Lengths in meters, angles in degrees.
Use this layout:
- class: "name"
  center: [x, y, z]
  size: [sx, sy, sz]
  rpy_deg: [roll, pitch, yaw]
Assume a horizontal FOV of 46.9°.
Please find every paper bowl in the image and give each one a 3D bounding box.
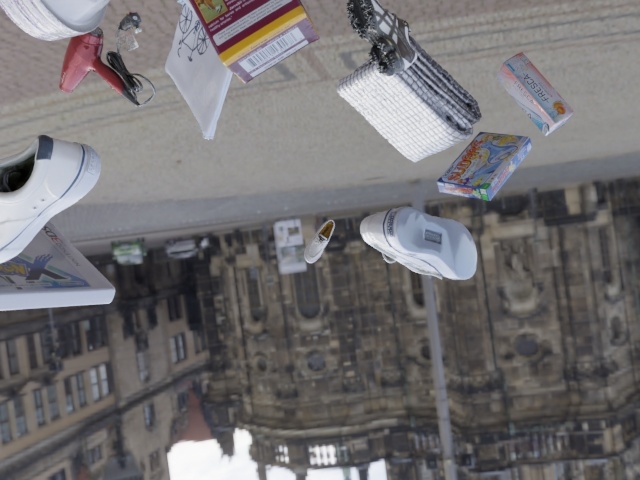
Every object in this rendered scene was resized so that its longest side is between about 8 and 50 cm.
- class: "paper bowl"
  center: [-0.502, -0.539, 1.415]
  size: [0.148, 0.284, 0.284]
  rpy_deg: [-7, -179, 18]

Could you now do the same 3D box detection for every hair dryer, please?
- class: "hair dryer"
  center: [-0.549, -0.428, 1.826]
  size: [0.293, 0.224, 0.080]
  rpy_deg: [-7, -176, 32]

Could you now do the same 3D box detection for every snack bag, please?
- class: "snack bag"
  center: [-0.216, -0.408, 1.376]
  size: [0.037, 0.342, 0.323]
  rpy_deg: [3, -145, -32]

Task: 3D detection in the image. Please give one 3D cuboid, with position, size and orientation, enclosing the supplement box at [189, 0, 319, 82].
- class: "supplement box"
  center: [-0.094, -0.286, 0.812]
  size: [0.104, 0.188, 0.081]
  rpy_deg: [-29, 171, 8]

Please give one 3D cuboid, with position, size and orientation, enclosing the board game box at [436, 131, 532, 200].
- class: "board game box"
  center: [0.380, -0.175, 1.705]
  size: [0.136, 0.035, 0.201]
  rpy_deg: [14, -129, 42]

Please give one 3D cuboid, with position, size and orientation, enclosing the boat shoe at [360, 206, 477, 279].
- class: "boat shoe"
  center: [0.214, 0.013, 1.686]
  size: [0.156, 0.136, 0.367]
  rpy_deg: [-2, 168, 41]

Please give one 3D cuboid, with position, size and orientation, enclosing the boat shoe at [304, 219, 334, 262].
- class: "boat shoe"
  center: [0.000, 0.000, 1.497]
  size: [0.035, 0.100, 0.035]
  rpy_deg: [34, 161, 0]

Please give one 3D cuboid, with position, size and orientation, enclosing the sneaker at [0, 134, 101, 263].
- class: "sneaker"
  center: [-0.390, -0.056, 0.929]
  size: [0.258, 0.094, 0.091]
  rpy_deg: [-34, 140, 25]

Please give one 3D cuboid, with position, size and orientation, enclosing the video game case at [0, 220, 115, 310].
- class: "video game case"
  center: [-0.546, 0.019, 1.187]
  size: [0.300, 0.036, 0.329]
  rpy_deg: [36, -158, 35]

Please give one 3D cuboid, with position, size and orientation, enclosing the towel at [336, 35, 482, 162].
- class: "towel"
  center: [0.204, -0.327, 1.714]
  size: [0.283, 0.121, 0.235]
  rpy_deg: [39, 158, -17]

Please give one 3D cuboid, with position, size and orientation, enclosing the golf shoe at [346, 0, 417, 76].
- class: "golf shoe"
  center: [0.121, -0.422, 1.449]
  size: [0.094, 0.198, 0.077]
  rpy_deg: [-26, -178, -31]

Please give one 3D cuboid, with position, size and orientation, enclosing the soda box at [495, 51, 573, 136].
- class: "soda box"
  center: [0.471, -0.324, 1.629]
  size: [0.058, 0.183, 0.063]
  rpy_deg: [-31, 165, -14]
